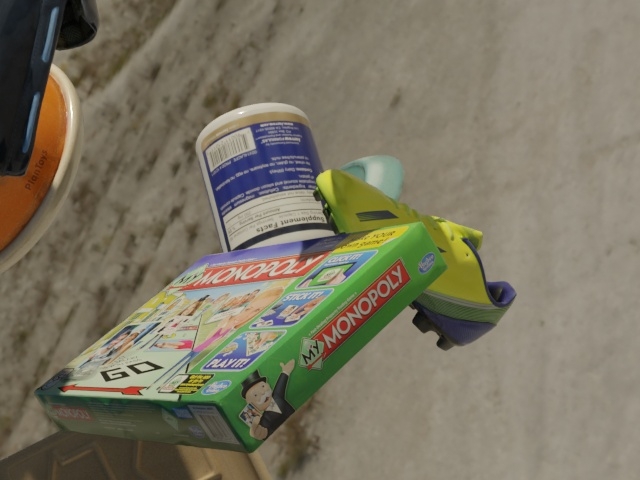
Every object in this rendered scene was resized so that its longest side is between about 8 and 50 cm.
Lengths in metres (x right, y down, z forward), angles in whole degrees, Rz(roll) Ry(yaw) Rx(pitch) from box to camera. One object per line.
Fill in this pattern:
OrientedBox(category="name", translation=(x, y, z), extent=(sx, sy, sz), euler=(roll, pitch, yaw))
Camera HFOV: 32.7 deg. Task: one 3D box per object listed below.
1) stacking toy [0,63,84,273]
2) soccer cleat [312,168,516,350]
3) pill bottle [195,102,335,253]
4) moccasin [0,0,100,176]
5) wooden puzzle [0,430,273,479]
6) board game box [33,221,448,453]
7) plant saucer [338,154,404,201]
OrientedBox(category="stacking toy", translation=(-0.569, -0.174, 1.368), extent=(0.350, 0.480, 0.351), euler=(-16, 58, 28))
OrientedBox(category="soccer cleat", translation=(0.103, 0.004, 1.162), extent=(0.121, 0.289, 0.093), euler=(-39, 34, 11))
OrientedBox(category="pill bottle", translation=(-0.055, -0.023, 1.355), extent=(0.153, 0.153, 0.265), euler=(-45, 55, 54))
OrientedBox(category="moccasin", translation=(-0.259, -0.208, 0.998), extent=(0.137, 0.117, 0.342), euler=(-21, 47, 64))
OrientedBox(category="wooden puzzle", translation=(-0.218, 0.365, 1.419), extent=(0.348, 0.322, 0.080), euler=(-27, 0, 6))
OrientedBox(category="board game box", translation=(-0.076, 0.075, 0.861), extent=(0.213, 0.046, 0.317), euler=(-41, 18, -32))
OrientedBox(category="plant saucer", translation=(0.000, 0.000, 1.549), extent=(0.317, 0.043, 0.317), euler=(-48, 17, 20))
